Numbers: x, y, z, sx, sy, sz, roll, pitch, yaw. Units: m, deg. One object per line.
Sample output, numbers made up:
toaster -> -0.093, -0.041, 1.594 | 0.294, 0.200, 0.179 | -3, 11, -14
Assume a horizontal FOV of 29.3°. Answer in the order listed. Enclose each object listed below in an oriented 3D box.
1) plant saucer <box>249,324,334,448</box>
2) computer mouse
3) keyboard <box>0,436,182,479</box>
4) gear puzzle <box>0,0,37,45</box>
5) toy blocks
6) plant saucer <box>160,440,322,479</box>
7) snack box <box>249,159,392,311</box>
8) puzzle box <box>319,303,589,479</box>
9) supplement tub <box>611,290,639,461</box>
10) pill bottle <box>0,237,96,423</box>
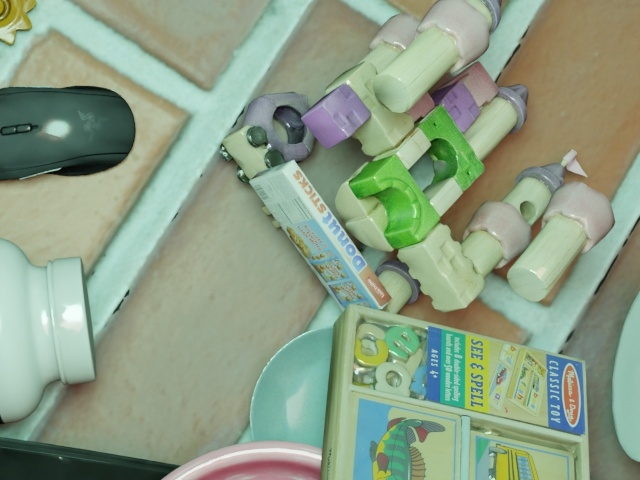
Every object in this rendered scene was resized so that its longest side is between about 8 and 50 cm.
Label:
plant saucer -> 0.020, 0.186, 1.298 | 0.195, 0.037, 0.195 | 0, 87, -9
computer mouse -> -0.321, -0.073, 1.251 | 0.262, 0.060, 0.184 | -1, 86, -8
keyboard -> -0.279, 0.295, 1.198 | 0.317, 0.033, 0.201 | 16, 92, -29
gear puzzle -> -0.437, -0.322, 1.262 | 0.339, 0.044, 0.175 | 34, 81, -8
toy blocks -> 0.126, -0.101, 1.257 | 0.288, 0.309, 0.260 | 53, 55, -14
plant saucer -> -0.050, 0.365, 1.191 | 0.332, 0.084, 0.332 | 0, 72, -1
snack box -> 0.000, 0.000, 1.241 | 0.022, 0.064, 0.178 | -46, 108, -33
puzzle box -> 0.131, 0.274, 1.166 | 0.272, 0.052, 0.409 | 14, 56, -14
supplement tub -> 0.498, 0.159, 1.268 | 0.331, 0.241, 0.241 | 12, 85, -8
pill bottle -> -0.384, 0.096, 1.171 | 0.323, 0.181, 0.181 | -7, 88, -8
